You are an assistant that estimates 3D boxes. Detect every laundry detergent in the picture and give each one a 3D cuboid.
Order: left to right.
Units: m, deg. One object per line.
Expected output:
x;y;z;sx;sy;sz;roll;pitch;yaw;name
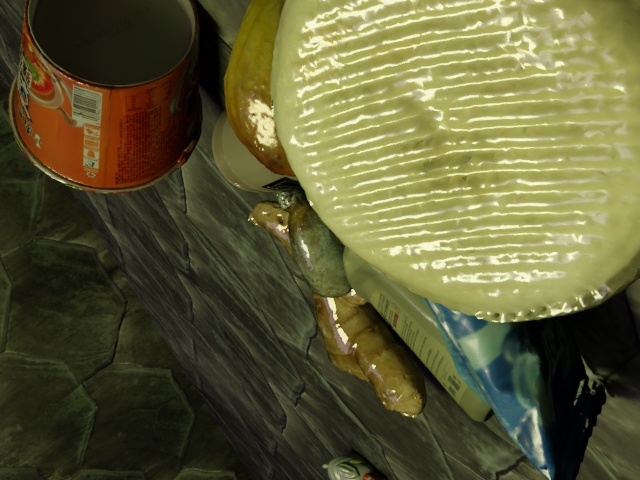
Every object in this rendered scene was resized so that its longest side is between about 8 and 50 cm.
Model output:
0.107;0.060;0.968;0.253;0.091;0.181;47;166;18;laundry detergent

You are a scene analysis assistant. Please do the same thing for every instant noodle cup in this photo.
-0.253;-0.208;1.150;0.250;0.250;0.192;50;153;11;instant noodle cup

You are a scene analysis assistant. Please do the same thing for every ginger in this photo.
0.024;0.084;1.230;0.334;0.081;0.148;60;162;0;ginger

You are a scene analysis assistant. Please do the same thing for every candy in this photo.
0.138;0.045;0.773;0.077;0.187;0.331;-23;103;33;candy

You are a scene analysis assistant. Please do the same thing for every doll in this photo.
0.074;0.447;1.783;0.180;0.079;0.094;14;163;43;doll

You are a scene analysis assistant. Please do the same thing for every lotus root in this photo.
0.003;0.000;1.125;0.088;0.088;0.165;24;141;56;lotus root

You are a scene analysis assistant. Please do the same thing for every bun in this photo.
0.107;-0.090;0.573;0.287;0.146;0.287;18;126;26;bun

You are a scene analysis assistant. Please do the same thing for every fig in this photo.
-0.003;-0.180;0.772;0.159;0.159;0.257;36;134;42;fig

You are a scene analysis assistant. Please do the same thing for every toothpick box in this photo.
-0.035;-0.108;0.980;0.111;0.111;0.180;58;160;-12;toothpick box
